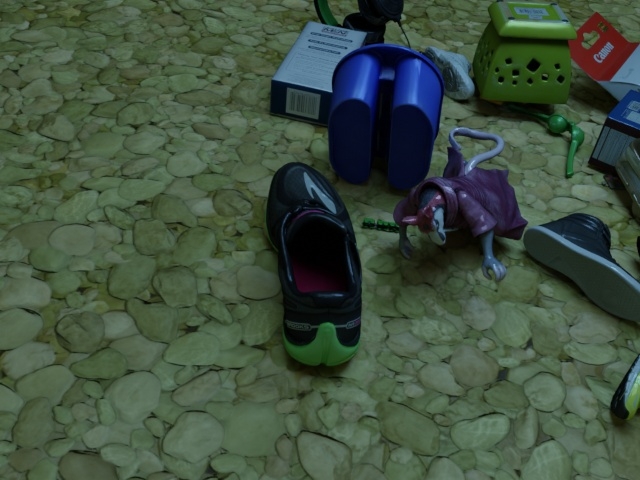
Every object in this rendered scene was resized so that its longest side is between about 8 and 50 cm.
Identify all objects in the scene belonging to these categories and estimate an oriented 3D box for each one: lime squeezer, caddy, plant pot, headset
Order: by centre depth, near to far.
[{"bbox_3d":[0.138,-0.267,1.590,0.241,0.341,0.179,8,56,7],"label":"caddy"},{"bbox_3d":[0.598,-0.270,1.873,0.110,0.059,0.310,-30,46,7],"label":"lime squeezer"},{"bbox_3d":[0.532,-0.499,1.916,0.228,0.207,0.227,3,37,1],"label":"plant pot"},{"bbox_3d":[0.132,-0.611,2.047,0.394,0.243,0.185,40,49,5],"label":"headset"}]

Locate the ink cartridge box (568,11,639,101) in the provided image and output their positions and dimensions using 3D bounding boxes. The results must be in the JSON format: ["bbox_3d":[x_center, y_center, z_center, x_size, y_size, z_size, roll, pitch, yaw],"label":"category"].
[{"bbox_3d":[0.875,-0.478,2.009,0.385,0.091,0.308,44,50,4],"label":"ink cartridge box"}]

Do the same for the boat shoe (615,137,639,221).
[{"bbox_3d":[0.753,-0.082,1.643,0.109,0.098,0.302,-6,61,-23],"label":"boat shoe"}]

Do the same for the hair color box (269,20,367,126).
[{"bbox_3d":[0.000,-0.440,1.920,0.173,0.105,0.347,14,43,7],"label":"hair color box"}]

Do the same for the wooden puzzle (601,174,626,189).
[{"bbox_3d":[0.710,-0.139,1.764,0.083,0.006,0.049,1,42,-8],"label":"wooden puzzle"}]

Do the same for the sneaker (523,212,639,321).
[{"bbox_3d":[0.567,0.038,1.471,0.146,0.105,0.295,-27,50,-31],"label":"sneaker"}]

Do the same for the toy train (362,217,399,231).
[{"bbox_3d":[0.129,-0.034,1.554,0.083,0.017,0.024,8,31,0],"label":"toy train"}]

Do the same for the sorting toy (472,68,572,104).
[{"bbox_3d":[0.543,-0.426,2.032,0.347,0.047,0.196,-26,46,-35],"label":"sorting toy"}]

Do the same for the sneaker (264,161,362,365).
[{"bbox_3d":[0.000,0.000,1.356,0.185,0.202,0.483,-2,43,-12],"label":"sneaker"}]

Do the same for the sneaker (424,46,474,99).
[{"bbox_3d":[0.377,-0.467,2.022,0.115,0.090,0.232,-7,44,-21],"label":"sneaker"}]

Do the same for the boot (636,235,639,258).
[{"bbox_3d":[0.749,0.082,1.480,0.161,0.083,0.247,-19,60,1],"label":"boot"}]

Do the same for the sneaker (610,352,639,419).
[{"bbox_3d":[0.573,0.245,1.262,0.094,0.082,0.208,34,48,24],"label":"sneaker"}]

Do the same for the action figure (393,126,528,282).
[{"bbox_3d":[0.279,-0.080,1.426,0.248,0.276,0.370,13,11,31],"label":"action figure"}]

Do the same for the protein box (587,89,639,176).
[{"bbox_3d":[0.797,-0.241,1.787,0.201,0.136,0.200,29,43,22],"label":"protein box"}]
